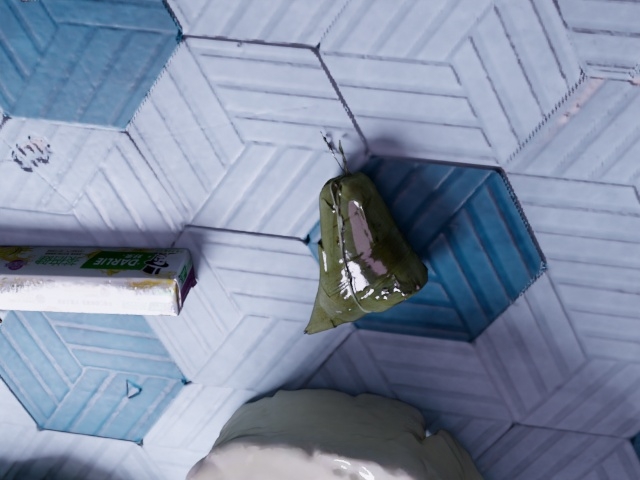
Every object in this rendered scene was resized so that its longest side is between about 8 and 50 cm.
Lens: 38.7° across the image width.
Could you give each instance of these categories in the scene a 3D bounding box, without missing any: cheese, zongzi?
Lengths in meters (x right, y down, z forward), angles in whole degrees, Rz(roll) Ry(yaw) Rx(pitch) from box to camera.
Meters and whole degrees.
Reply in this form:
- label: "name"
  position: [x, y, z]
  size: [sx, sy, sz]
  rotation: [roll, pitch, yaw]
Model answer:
- label: "cheese"
  position: [0.027, 0.293, 0.812]
  size: [0.292, 0.153, 0.332]
  rotation: [-20, 99, 13]
- label: "zongzi"
  position: [0.000, 0.000, 0.751]
  size: [0.130, 0.062, 0.154]
  rotation: [-24, 105, 32]

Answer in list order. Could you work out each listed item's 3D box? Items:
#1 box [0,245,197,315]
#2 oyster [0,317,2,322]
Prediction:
- label: "box"
  position: [-0.216, 0.033, 0.799]
  size: [0.207, 0.050, 0.041]
  rotation: [2, 119, 8]
- label: "oyster"
  position: [-0.366, 0.050, 0.843]
  size: [0.086, 0.029, 0.132]
  rotation: [-33, 111, 29]
